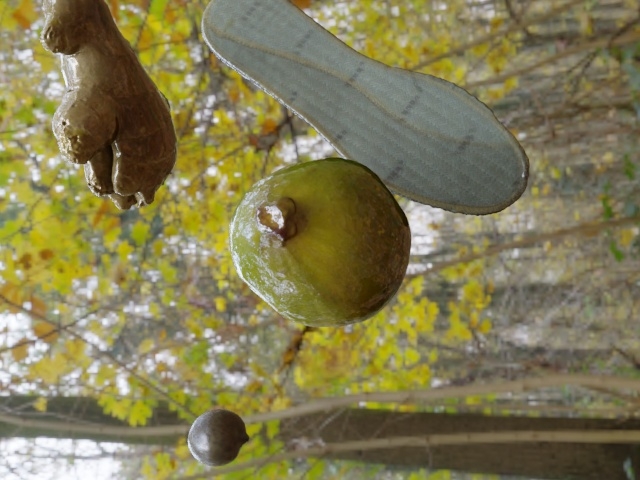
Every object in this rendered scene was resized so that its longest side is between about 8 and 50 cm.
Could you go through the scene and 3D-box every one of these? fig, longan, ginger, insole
[{"bbox_3d":[0.000,0.002,0.739,0.152,0.120,0.136,1,-98,-25],"label":"fig"},{"bbox_3d":[-0.173,0.338,1.575,0.113,0.113,0.092,-41,-58,-63],"label":"longan"},{"bbox_3d":[-0.346,-0.220,1.366,0.375,0.166,0.236,53,-124,-21],"label":"ginger"},{"bbox_3d":[0.035,-0.134,0.849,0.119,0.348,0.009,-53,-11,-5],"label":"insole"}]
